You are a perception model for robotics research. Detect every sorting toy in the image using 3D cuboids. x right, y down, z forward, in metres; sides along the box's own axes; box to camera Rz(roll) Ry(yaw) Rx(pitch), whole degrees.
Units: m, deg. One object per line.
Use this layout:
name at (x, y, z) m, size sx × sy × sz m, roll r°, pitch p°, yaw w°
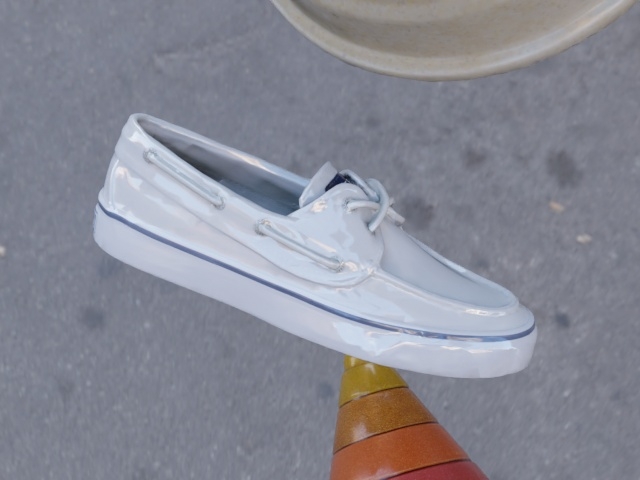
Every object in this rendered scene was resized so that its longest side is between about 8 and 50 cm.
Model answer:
sorting toy at (-0.073, 0.167, 0.853) m, size 0.366 × 0.127 × 0.126 m, roll -19°, pitch 73°, yaw 9°

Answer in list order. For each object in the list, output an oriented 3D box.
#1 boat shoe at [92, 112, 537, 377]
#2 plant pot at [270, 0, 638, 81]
boat shoe at (0.000, 0.000, 0.694) m, size 0.258 × 0.084 × 0.095 m, roll 17°, pitch 21°, yaw 4°
plant pot at (0.034, -0.289, 0.672) m, size 0.334 × 0.305 × 0.333 m, roll -5°, pitch 77°, yaw 23°
